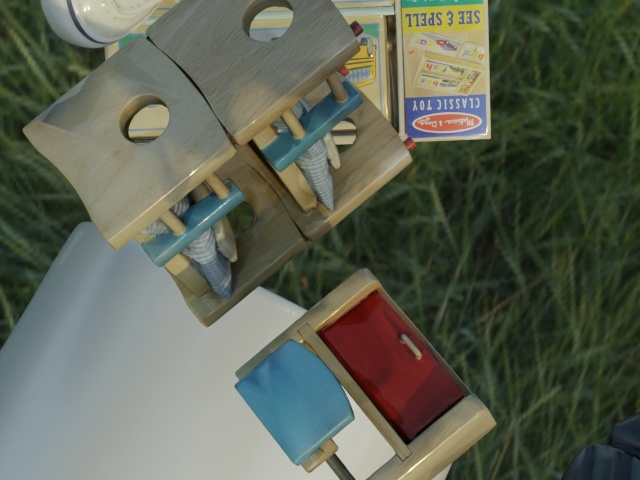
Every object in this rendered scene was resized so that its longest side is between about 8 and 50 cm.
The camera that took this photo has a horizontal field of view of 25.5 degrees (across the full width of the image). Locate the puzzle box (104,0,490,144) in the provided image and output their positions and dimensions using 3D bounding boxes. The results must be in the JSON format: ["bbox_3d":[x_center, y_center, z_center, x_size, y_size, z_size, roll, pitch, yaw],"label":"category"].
[{"bbox_3d":[-0.027,-0.233,1.480,0.408,0.272,0.052,-2,12,5],"label":"puzzle box"}]

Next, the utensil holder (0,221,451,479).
[{"bbox_3d":[-0.119,0.224,0.938,0.327,0.327,0.386,24,79,11],"label":"utensil holder"}]

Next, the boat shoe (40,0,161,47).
[{"bbox_3d":[-0.077,-0.298,1.150,0.156,0.136,0.367,13,58,34],"label":"boat shoe"}]

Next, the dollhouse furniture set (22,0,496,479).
[{"bbox_3d":[0.000,0.000,0.582,0.129,0.129,0.184,-40,67,-1],"label":"dollhouse furniture set"}]

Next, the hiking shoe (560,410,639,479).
[{"bbox_3d":[0.160,0.066,0.347,0.226,0.114,0.086,-16,44,-9],"label":"hiking shoe"}]
